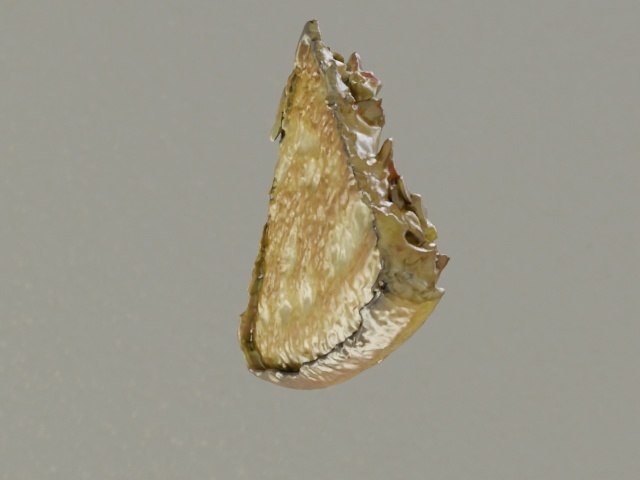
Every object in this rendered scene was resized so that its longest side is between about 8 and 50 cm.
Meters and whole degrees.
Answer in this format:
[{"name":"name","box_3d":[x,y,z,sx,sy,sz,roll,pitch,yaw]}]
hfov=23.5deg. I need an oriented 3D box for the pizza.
[{"name":"pizza","box_3d":[0.000,0.000,1.208,0.074,0.251,0.287,10,-134,-26]}]
